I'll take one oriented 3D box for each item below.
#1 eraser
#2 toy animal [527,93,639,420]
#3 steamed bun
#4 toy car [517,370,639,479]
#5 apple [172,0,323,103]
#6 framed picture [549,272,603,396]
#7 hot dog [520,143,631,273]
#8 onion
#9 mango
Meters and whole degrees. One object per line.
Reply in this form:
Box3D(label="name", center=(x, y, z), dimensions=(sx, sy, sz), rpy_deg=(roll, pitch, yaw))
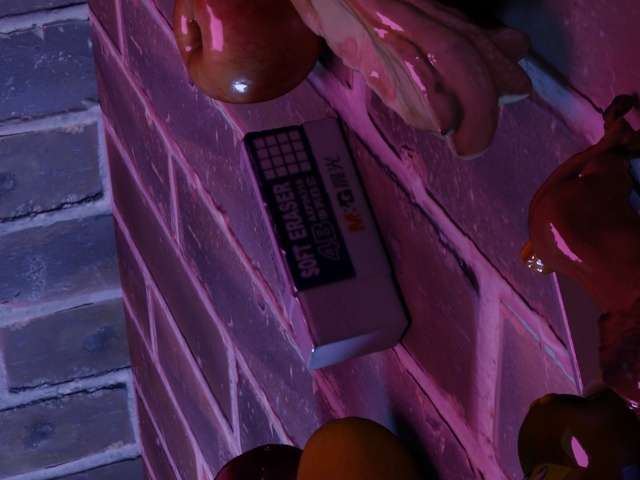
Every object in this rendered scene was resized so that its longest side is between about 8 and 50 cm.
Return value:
Box3D(label="eraser", center=(0.000, 0.000, 1.824), dimensions=(0.086, 0.130, 0.287), rpy_deg=(108, 145, -64))
Box3D(label="toy animal", center=(0.222, 0.021, 1.054), dimensions=(0.312, 0.158, 0.097), rpy_deg=(-124, 28, -48))
Box3D(label="steamed bun", center=(0.069, -0.268, 1.374), dimensions=(0.247, 0.189, 0.428), rpy_deg=(53, 179, -31))
Box3D(label="toy car", center=(0.217, 0.227, 1.132), dimensions=(0.204, 0.198, 0.247), rpy_deg=(136, 115, -71))
Box3D(label="apple", center=(-0.089, -0.263, 1.862), dimensions=(0.209, 0.164, 0.209), rpy_deg=(169, 90, -67))
Box3D(label="framed picture", center=(0.243, 0.090, 1.289), dimensions=(0.142, 0.011, 0.183), rpy_deg=(162, 95, -73))
Box3D(label="hot dog", center=(0.205, -0.021, 1.241), dimensions=(0.165, 0.045, 0.071), rpy_deg=(118, 166, -66))
Box3D(label="onion", center=(-0.071, 0.416, 2.160), dimensions=(0.219, 0.252, 0.252), rpy_deg=(-25, 74, 30))
Box3D(label="mango", center=(0.063, 0.355, 1.823), dimensions=(0.195, 0.142, 0.331), rpy_deg=(-59, 40, 35))
